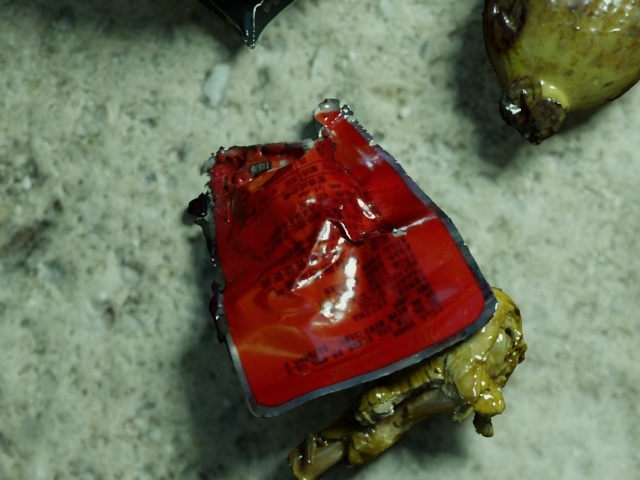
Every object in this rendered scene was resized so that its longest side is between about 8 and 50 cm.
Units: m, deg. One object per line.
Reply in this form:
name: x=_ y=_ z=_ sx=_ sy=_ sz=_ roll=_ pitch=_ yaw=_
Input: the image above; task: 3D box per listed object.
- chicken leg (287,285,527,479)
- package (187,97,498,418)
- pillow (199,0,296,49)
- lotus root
chicken leg: x=0.066 y=0.118 z=1.455 sx=0.207 sy=0.085 sz=0.101 roll=-38 pitch=55 yaw=3
package: x=0.000 y=0.000 z=1.487 sx=0.194 sy=0.071 sz=0.269 roll=-30 pitch=41 yaw=8
pillow: x=-0.078 y=-0.226 z=1.625 sx=0.150 sy=0.048 sz=0.090 roll=38 pitch=85 yaw=16
lotus root: x=0.204 y=-0.190 z=1.526 sx=0.145 sy=0.128 sz=0.260 roll=24 pitch=76 yaw=6
